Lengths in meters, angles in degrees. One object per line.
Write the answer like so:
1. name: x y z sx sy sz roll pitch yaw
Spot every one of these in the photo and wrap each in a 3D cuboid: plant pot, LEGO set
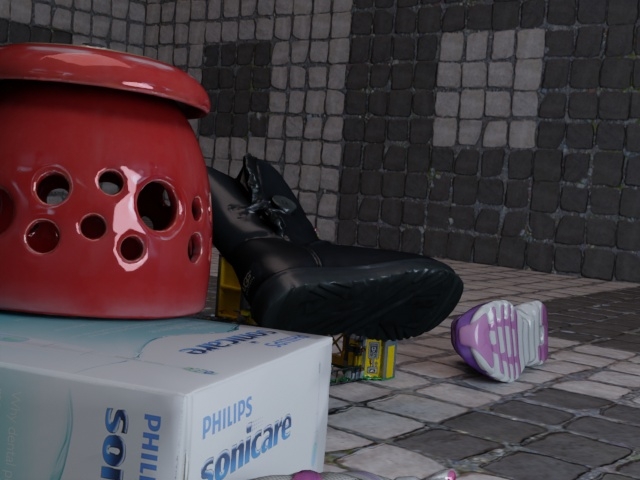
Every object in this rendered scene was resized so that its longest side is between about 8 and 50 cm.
1. plant pot: -0.170 -0.040 0.631 0.191 0.174 0.191 4 -1 0
2. LEGO set: -0.064 0.051 0.974 0.331 0.192 0.255 0 6 -42

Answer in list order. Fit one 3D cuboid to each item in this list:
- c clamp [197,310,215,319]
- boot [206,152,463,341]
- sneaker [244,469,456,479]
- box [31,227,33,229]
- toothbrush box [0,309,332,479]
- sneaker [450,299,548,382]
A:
1. c clamp: -0.162 0.112 1.251 0.137 0.022 0.161 8 1 -29
2. boot: 0.000 0.000 0.879 0.247 0.094 0.207 1 39 -36
3. sneaker: -0.012 0.155 0.359 0.111 0.102 0.252 1 -3 15
4. box: -0.412 0.021 1.227 0.180 0.077 0.147 11 -1 -17
5. toothbrush box: -0.165 0.110 0.537 0.296 0.126 0.216 5 2 18
6. sneaker: 0.201 0.119 1.087 0.105 0.095 0.236 -1 -4 29
